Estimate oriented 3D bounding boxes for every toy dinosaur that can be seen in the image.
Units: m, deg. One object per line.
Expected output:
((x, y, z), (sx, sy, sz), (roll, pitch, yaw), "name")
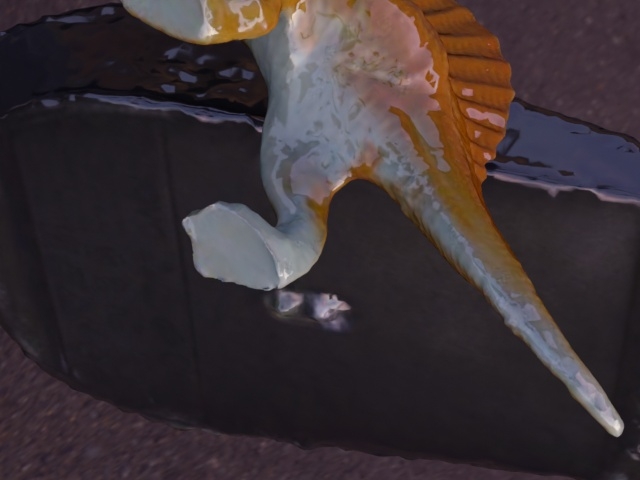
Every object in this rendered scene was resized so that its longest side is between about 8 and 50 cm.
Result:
((0.010, -0.044, 0.395), (0.212, 0.057, 0.142), (48, 36, 5), "toy dinosaur")

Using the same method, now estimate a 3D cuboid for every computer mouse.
((0.001, -0.004, 0.531), (0.295, 0.168, 0.087), (11, 48, 11), "computer mouse")
